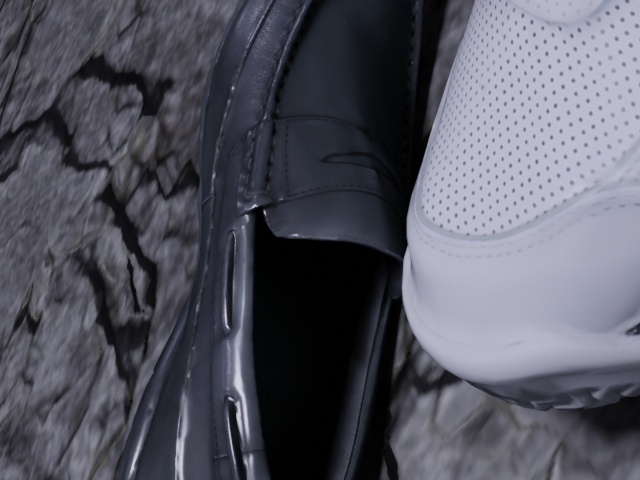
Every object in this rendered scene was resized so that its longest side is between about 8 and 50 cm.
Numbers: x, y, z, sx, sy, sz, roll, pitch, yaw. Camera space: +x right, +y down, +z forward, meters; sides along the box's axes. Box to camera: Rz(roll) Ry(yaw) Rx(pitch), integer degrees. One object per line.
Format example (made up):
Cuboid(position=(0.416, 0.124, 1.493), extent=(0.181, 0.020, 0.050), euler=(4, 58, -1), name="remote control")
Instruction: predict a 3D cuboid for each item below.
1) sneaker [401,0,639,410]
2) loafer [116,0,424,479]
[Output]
Cuboid(position=(0.061, -0.141, 0.381), extent=(0.365, 0.210, 0.137), euler=(-61, 26, 20), name="sneaker")
Cuboid(position=(0.000, 0.000, 0.579), extent=(0.078, 0.076, 0.223), euler=(-4, 67, 48), name="loafer")
